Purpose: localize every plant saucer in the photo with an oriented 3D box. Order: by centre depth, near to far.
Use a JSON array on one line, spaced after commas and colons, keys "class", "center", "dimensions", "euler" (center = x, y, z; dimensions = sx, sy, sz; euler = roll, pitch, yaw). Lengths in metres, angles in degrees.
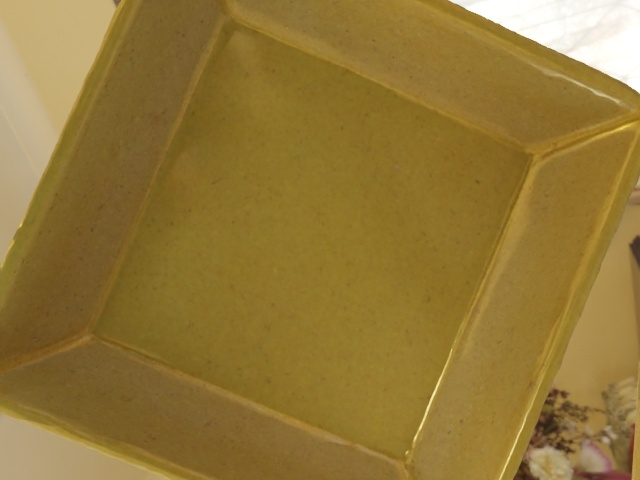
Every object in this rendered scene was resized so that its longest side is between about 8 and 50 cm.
[{"class": "plant saucer", "center": [0.000, 0.000, 0.372], "dimensions": [0.081, 0.332, 0.333], "euler": [171, 123, -86]}]

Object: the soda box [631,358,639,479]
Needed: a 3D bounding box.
[{"class": "soda box", "center": [0.166, 0.143, 0.226], "dimensions": [0.061, 0.058, 0.181], "euler": [56, -139, -81]}]
